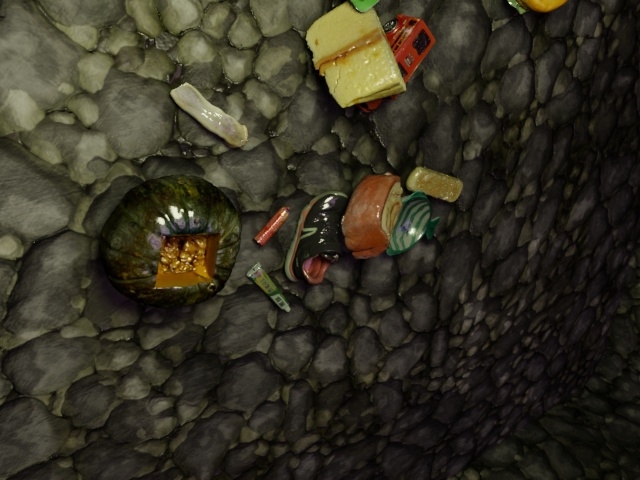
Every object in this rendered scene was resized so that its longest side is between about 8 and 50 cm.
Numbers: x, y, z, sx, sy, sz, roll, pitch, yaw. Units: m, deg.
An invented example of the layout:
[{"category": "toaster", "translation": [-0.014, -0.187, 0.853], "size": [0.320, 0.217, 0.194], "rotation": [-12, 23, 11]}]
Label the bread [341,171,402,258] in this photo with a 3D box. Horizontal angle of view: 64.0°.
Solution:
[{"category": "bread", "translation": [0.151, -0.088, 1.429], "size": [0.190, 0.123, 0.244], "rotation": [63, 38, -50]}]

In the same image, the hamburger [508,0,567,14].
[{"category": "hamburger", "translation": [0.613, -0.774, 1.452], "size": [0.246, 0.170, 0.246], "rotation": [-13, 126, -18]}]

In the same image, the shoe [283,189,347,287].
[{"category": "shoe", "translation": [0.000, 0.000, 1.416], "size": [0.114, 0.137, 0.290], "rotation": [15, 102, -41]}]

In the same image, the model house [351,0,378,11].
[{"category": "model house", "translation": [0.102, -0.748, 1.096], "size": [0.358, 0.243, 0.312], "rotation": [43, 50, -17]}]

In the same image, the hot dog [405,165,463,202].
[{"category": "hot dog", "translation": [0.354, -0.182, 1.626], "size": [0.243, 0.073, 0.084], "rotation": [8, 110, -38]}]

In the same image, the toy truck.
[{"category": "toy truck", "translation": [0.179, -0.454, 1.331], "size": [0.107, 0.114, 0.252], "rotation": [37, 88, -43]}]

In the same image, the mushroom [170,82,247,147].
[{"category": "mushroom", "translation": [-0.250, -0.281, 1.153], "size": [0.202, 0.054, 0.059], "rotation": [33, 85, -37]}]

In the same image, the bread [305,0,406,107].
[{"category": "bread", "translation": [0.081, -0.438, 1.230], "size": [0.178, 0.240, 0.135], "rotation": [-23, 171, 16]}]

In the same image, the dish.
[{"category": "dish", "translation": [0.264, -0.063, 1.613], "size": [0.246, 0.078, 0.224], "rotation": [6, 113, -42]}]

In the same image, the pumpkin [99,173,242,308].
[{"category": "pumpkin", "translation": [-0.327, 0.006, 1.142], "size": [0.321, 0.192, 0.320], "rotation": [-15, 120, -28]}]

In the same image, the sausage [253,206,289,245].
[{"category": "sausage", "translation": [-0.125, -0.042, 1.372], "size": [0.129, 0.034, 0.034], "rotation": [-48, 131, -6]}]

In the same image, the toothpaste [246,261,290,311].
[{"category": "toothpaste", "translation": [-0.141, 0.140, 1.455], "size": [0.049, 0.031, 0.204], "rotation": [-43, 128, -11]}]
